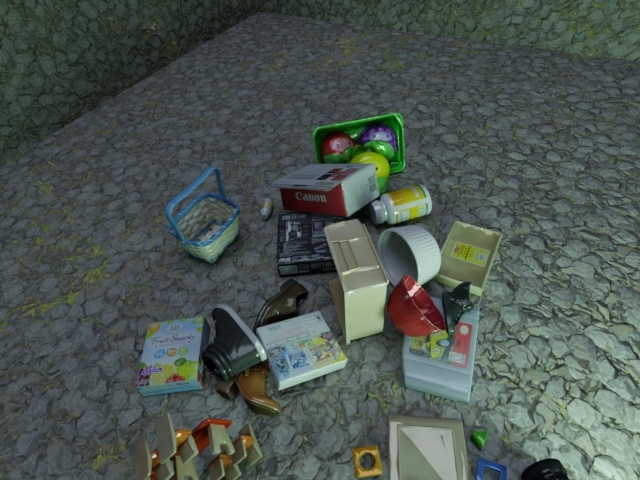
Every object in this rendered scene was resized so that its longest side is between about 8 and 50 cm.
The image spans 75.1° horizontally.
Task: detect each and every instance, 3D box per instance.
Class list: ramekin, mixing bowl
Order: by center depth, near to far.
[{"bbox_3d":[0.249,0.196,1.147,0.098,0.181,0.181,-41,44,20],"label":"mixing bowl"},{"bbox_3d":[0.282,0.048,1.308,0.109,0.207,0.207,-19,47,-23],"label":"ramekin"}]

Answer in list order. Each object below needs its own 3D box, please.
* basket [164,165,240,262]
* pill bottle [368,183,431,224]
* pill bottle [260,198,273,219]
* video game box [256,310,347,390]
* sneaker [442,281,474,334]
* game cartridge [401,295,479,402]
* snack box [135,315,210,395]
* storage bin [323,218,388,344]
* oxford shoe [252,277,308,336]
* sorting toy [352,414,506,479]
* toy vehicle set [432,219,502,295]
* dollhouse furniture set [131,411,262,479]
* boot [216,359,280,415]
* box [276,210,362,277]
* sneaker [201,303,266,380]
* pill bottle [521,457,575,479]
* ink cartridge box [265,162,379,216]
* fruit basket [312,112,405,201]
[{"bbox_3d":[-0.410,-0.080,1.448,0.201,0.289,0.255,23,51,19],"label":"basket"},{"bbox_3d":[0.287,-0.125,1.521,0.208,0.117,0.117,-16,48,-8],"label":"pill bottle"},{"bbox_3d":[-0.212,-0.122,1.630,0.043,0.043,0.083,2,48,9],"label":"pill bottle"},{"bbox_3d":[-0.056,0.305,1.183,0.205,0.048,0.187,-11,43,-24],"label":"video game box"},{"bbox_3d":[0.397,0.192,1.188,0.089,0.051,0.170,-3,43,11],"label":"sneaker"},{"bbox_3d":[0.335,0.289,1.177,0.196,0.060,0.294,8,49,19],"label":"game cartridge"},{"bbox_3d":[-0.426,0.334,1.218,0.174,0.070,0.207,-8,45,0],"label":"snack box"},{"bbox_3d":[0.097,0.116,1.223,0.123,0.262,0.260,-13,47,-6],"label":"storage bin"},{"bbox_3d":[-0.119,0.216,1.282,0.096,0.083,0.227,28,57,23],"label":"oxford shoe"},{"bbox_3d":[0.249,0.516,0.983,0.348,0.047,0.196,1,43,8],"label":"sorting toy"},{"bbox_3d":[0.489,0.051,1.387,0.166,0.035,0.267,19,52,23],"label":"toy vehicle set"},{"bbox_3d":[-0.314,0.490,0.952,0.259,0.262,0.135,-44,47,10],"label":"dollhouse furniture set"},{"bbox_3d":[-0.170,0.380,1.144,0.197,0.073,0.152,17,48,18],"label":"boot"},{"bbox_3d":[0.000,0.000,1.469,0.307,0.076,0.242,-6,47,1],"label":"box"},{"bbox_3d":[-0.286,0.283,1.184,0.147,0.104,0.296,-28,33,-26],"label":"sneaker"},{"bbox_3d":[0.507,0.568,0.835,0.123,0.123,0.219,-12,34,-4],"label":"pill bottle"},{"bbox_3d":[0.005,-0.179,1.499,0.309,0.130,0.272,9,31,41],"label":"ink cartridge box"},{"bbox_3d":[0.165,-0.334,1.653,0.392,0.283,0.392,-7,29,4],"label":"fruit basket"}]
